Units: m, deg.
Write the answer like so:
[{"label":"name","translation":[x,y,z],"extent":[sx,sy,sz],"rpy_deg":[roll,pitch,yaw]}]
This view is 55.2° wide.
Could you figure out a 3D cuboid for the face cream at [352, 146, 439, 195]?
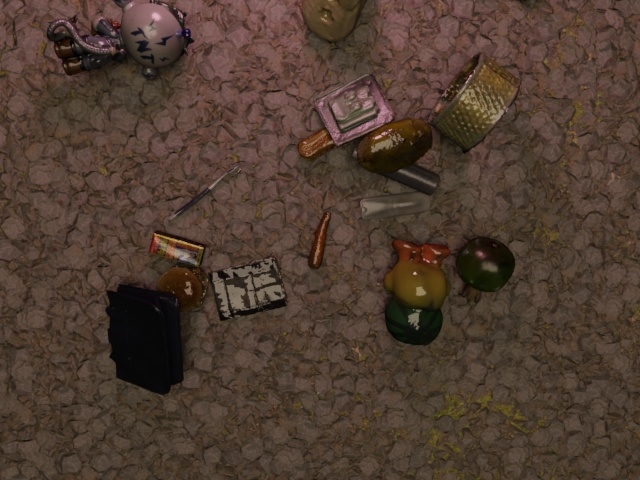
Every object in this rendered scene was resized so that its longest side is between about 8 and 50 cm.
[{"label":"face cream","translation":[0.236,-0.227,1.937],"extent":[0.284,0.073,0.073],"rpy_deg":[22,97,-6]}]

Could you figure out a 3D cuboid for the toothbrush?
[{"label":"toothbrush","translation":[-0.368,-0.150,1.940],"extent":[0.288,0.024,0.026],"rpy_deg":[-38,113,2]}]

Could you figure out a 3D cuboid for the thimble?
[{"label":"thimble","translation":[0.453,-0.410,1.829],"extent":[0.150,0.271,0.270],"rpy_deg":[34,95,-6]}]

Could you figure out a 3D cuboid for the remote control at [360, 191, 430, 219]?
[{"label":"remote control","translation":[0.243,-0.111,1.969],"extent":[0.229,0.044,0.073],"rpy_deg":[-7,101,-3]}]

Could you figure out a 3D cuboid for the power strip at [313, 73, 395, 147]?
[{"label":"power strip","translation":[0.100,-0.408,1.863],"extent":[0.213,0.064,0.198],"rpy_deg":[-27,65,2]}]

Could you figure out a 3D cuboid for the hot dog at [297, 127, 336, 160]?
[{"label":"hot dog","translation":[0.063,-0.336,1.915],"extent":[0.289,0.068,0.083],"rpy_deg":[-27,72,4]}]

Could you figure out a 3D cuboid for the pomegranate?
[{"label":"pomegranate","translation":[0.517,0.101,1.963],"extent":[0.187,0.187,0.225],"rpy_deg":[13,121,-5]}]

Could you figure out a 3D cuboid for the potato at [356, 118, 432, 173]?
[{"label":"potato","translation":[0.222,-0.280,1.836],"extent":[0.251,0.113,0.149],"rpy_deg":[-23,123,-12]}]

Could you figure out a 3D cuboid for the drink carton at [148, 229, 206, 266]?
[{"label":"drink carton","translation":[-0.452,0.025,1.945],"extent":[0.166,0.056,0.071],"rpy_deg":[17,105,-6]}]

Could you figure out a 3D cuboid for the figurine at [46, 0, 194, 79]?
[{"label":"figurine","translation":[-0.562,-0.582,1.787],"extent":[0.382,0.261,0.186],"rpy_deg":[-12,54,0]}]

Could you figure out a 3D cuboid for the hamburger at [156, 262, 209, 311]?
[{"label":"hamburger","translation":[-0.440,0.162,1.927],"extent":[0.159,0.131,0.184],"rpy_deg":[23,100,-3]}]

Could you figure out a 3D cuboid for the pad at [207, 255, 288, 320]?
[{"label":"pad","translation":[-0.235,0.157,1.993],"extent":[0.233,0.022,0.174],"rpy_deg":[-13,99,0]}]

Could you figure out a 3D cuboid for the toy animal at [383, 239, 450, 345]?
[{"label":"toy animal","translation":[0.306,0.173,1.940],"extent":[0.216,0.191,0.338],"rpy_deg":[6,98,-5]}]

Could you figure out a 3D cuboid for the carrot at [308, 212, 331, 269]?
[{"label":"carrot","translation":[0.000,0.000,1.975],"extent":[0.047,0.047,0.191],"rpy_deg":[14,93,-5]}]

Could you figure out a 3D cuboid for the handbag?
[{"label":"handbag","translation":[-0.557,0.300,1.912],"extent":[0.269,0.118,0.325],"rpy_deg":[12,112,22]}]

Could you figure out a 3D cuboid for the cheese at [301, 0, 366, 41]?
[{"label":"cheese","translation":[0.046,-0.709,1.790],"extent":[0.174,0.251,0.247],"rpy_deg":[24,112,-6]}]
